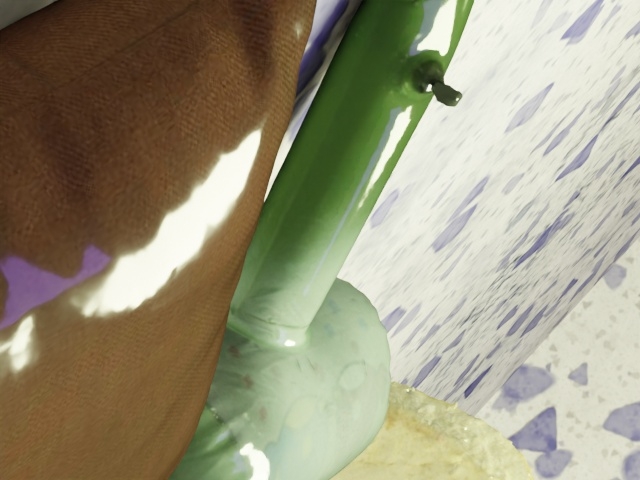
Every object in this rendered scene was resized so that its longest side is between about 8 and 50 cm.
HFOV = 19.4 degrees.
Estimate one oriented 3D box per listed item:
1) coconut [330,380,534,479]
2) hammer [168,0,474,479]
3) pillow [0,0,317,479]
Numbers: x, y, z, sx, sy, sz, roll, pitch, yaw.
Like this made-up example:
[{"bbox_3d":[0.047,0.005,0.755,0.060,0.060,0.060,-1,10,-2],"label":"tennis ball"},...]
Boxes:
[{"bbox_3d":[0.022,0.254,1.278,0.297,0.297,0.309,-46,162,-10],"label":"coconut"},{"bbox_3d":[0.000,0.000,0.908,0.206,0.119,0.336,-31,152,-59],"label":"hammer"},{"bbox_3d":[-0.134,0.058,0.605,0.305,0.108,0.308,-34,158,-35],"label":"pillow"}]
